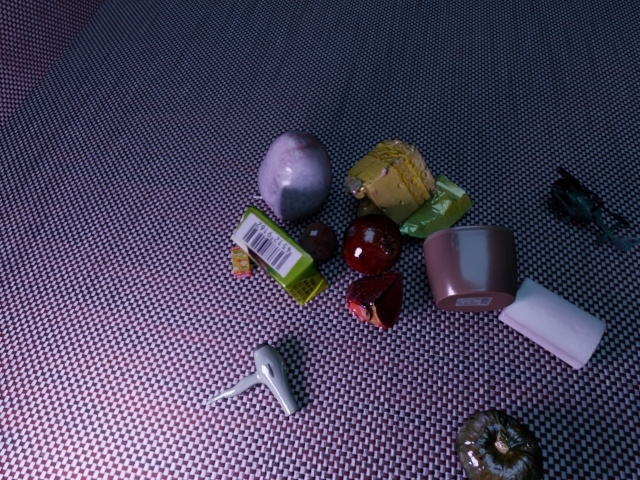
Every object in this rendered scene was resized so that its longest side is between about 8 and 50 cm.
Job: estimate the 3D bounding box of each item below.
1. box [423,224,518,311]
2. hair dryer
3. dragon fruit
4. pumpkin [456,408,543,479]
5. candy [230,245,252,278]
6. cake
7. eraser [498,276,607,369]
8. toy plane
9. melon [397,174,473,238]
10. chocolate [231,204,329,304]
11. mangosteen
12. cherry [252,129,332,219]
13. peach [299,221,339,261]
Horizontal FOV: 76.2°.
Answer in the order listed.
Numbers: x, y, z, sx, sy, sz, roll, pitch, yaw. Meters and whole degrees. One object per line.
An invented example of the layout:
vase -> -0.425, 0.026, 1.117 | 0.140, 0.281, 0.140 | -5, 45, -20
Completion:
box -> 0.490, 0.102, 1.322 | 0.301, 0.301, 0.216 | -1, 65, 3
hair dryer -> -0.186, 0.482, 1.259 | 0.229, 0.092, 0.267 | 41, 83, 17
dragon fruit -> 0.180, 0.204, 1.341 | 0.189, 0.163, 0.261 | 55, 34, 3
pumpkin -> 0.482, 0.574, 1.103 | 0.223, 0.157, 0.224 | -4, 48, 5
candy -> -0.293, 0.078, 1.511 | 0.062, 0.038, 0.122 | -12, 59, -4
cake -> 0.235, -0.194, 1.492 | 0.286, 0.227, 0.222 | -41, 28, -3
eraser -> 0.740, 0.259, 1.311 | 0.270, 0.095, 0.174 | 35, 67, 20
toy plane -> 0.973, -0.108, 1.488 | 0.106, 0.155, 0.382 | -34, 80, -17
melon -> 0.402, -0.106, 1.533 | 0.323, 0.124, 0.196 | -41, 60, -15
chocolate -> -0.133, 0.063, 1.375 | 0.301, 0.289, 0.137 | 41, 81, 23
mangosteen -> 0.162, 0.016, 1.428 | 0.215, 0.257, 0.215 | 2, 86, -28
cherry -> -0.097, -0.241, 1.540 | 0.291, 0.335, 0.326 | 15, 84, -6
peach -> 0.000, 0.000, 1.487 | 0.152, 0.152, 0.152 | -1, 59, 2
